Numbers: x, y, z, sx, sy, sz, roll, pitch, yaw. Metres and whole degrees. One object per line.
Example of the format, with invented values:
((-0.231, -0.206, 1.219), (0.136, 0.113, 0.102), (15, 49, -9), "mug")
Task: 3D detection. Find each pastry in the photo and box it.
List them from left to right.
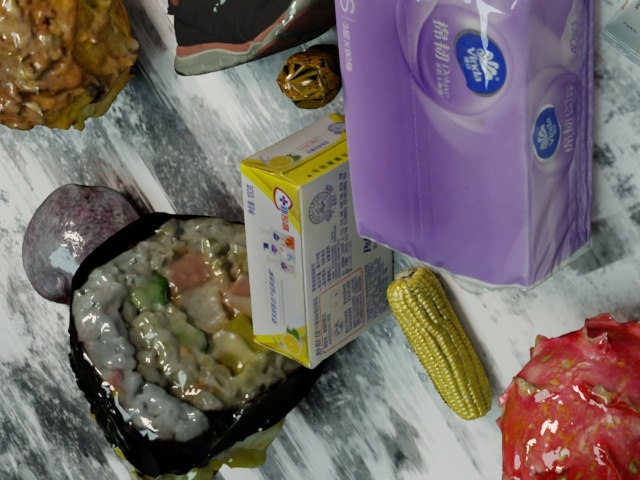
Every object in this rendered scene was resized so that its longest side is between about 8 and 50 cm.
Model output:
((-0.441, -0.311, 1.817), (0.405, 0.292, 0.337), (11, 122, 35), "pastry")

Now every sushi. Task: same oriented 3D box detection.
((-0.183, 0.161, 1.858), (0.329, 0.328, 0.285), (45, 150, 12), "sushi")

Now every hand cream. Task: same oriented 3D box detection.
((0.330, -0.244, 1.292), (0.052, 0.038, 0.216), (67, 152, 26), "hand cream")

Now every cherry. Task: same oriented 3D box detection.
((-0.337, 0.009, 2.020), (0.195, 0.195, 0.195), (25, 131, 32), "cherry")

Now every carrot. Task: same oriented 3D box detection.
((-0.005, -0.185, 1.543), (0.069, 0.228, 0.069), (1, 102, 5), "carrot")

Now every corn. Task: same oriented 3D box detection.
((0.146, 0.125, 1.693), (0.072, 0.072, 0.203), (-20, 101, 50), "corn")

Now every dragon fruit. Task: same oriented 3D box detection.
((0.280, 0.203, 1.468), (0.205, 0.268, 0.210), (34, 165, 21), "dragon fruit")

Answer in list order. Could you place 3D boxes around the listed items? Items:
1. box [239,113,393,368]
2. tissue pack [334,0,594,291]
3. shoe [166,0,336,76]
((0.000, 0.000, 1.682), (0.097, 0.168, 0.265), (24, 132, 37), "box")
((0.149, -0.136, 1.443), (0.242, 0.160, 0.338), (19, 127, 37), "tissue pack")
((-0.087, -0.279, 1.632), (0.291, 0.114, 0.137), (-5, 107, 50), "shoe")
